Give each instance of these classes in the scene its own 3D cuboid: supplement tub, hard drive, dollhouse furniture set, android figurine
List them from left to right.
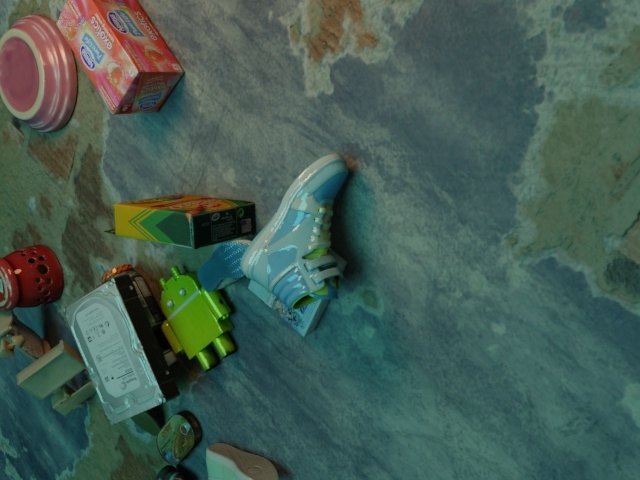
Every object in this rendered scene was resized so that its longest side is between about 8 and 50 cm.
[{"bbox_3d":[-0.858,0.323,2.122,0.174,0.303,0.355,-36,40,-3],"label":"dollhouse furniture set"},{"bbox_3d":[-0.520,0.285,1.722,0.237,0.064,0.339,-27,86,32],"label":"hard drive"},{"bbox_3d":[-0.511,0.166,1.803,0.117,0.117,0.190,-39,77,37],"label":"supplement tub"},{"bbox_3d":[-0.323,0.194,1.708,0.248,0.056,0.273,-38,79,37],"label":"android figurine"}]

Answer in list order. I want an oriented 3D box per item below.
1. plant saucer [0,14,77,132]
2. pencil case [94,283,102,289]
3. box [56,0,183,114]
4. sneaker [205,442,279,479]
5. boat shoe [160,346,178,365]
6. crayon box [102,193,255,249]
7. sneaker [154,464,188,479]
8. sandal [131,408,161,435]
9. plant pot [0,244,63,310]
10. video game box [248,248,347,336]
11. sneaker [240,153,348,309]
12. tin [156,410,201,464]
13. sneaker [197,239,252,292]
[{"bbox_3d":[-0.827,-0.474,1.910,0.332,0.084,0.332,11,108,36],"label":"plant saucer"},{"bbox_3d":[-0.647,0.190,1.945,0.070,0.064,0.151,40,123,4],"label":"pencil case"},{"bbox_3d":[-0.489,-0.467,1.616,0.154,0.142,0.300,-43,75,37],"label":"box"},{"bbox_3d":[-0.195,0.622,1.686,0.256,0.094,0.151,8,100,46],"label":"sneaker"},{"bbox_3d":[-0.527,0.325,1.849,0.335,0.121,0.119,-18,94,41],"label":"boat shoe"},{"bbox_3d":[-0.337,-0.052,1.564,0.318,0.202,0.081,7,105,35],"label":"crayon box"},{"bbox_3d":[-0.412,0.770,1.886,0.106,0.101,0.267,13,112,26],"label":"sneaker"},{"bbox_3d":[-0.511,0.458,1.892,0.088,0.079,0.240,-11,130,33],"label":"sandal"},{"bbox_3d":[-0.928,0.123,2.075,0.191,0.174,0.191,12,110,35],"label":"plant pot"},{"bbox_3d":[-0.055,0.078,1.480,0.187,0.048,0.205,40,121,26],"label":"video game box"},{"bbox_3d":[0.000,0.000,1.340,0.208,0.127,0.319,42,106,25],"label":"sneaker"},{"bbox_3d":[-0.395,0.549,1.860,0.106,0.040,0.189,48,125,13],"label":"tin"},{"bbox_3d":[-0.196,0.048,1.533,0.229,0.092,0.087,-28,88,49],"label":"sneaker"}]
